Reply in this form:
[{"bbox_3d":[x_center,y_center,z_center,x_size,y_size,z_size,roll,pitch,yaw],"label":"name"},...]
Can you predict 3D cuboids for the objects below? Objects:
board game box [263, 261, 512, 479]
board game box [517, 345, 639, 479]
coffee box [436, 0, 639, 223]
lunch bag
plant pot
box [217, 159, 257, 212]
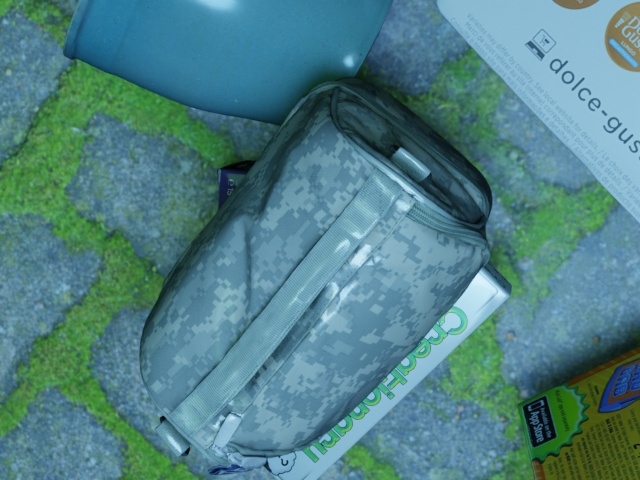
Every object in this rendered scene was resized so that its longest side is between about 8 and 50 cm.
[{"bbox_3d":[0.013,0.086,1.151,0.193,0.053,0.305,44,105,1],"label":"board game box"},{"bbox_3d":[0.429,0.292,1.009,0.356,0.356,0.356,-28,111,14],"label":"board game box"},{"bbox_3d":[0.360,-0.178,0.949,0.334,0.338,0.338,-45,76,18],"label":"coffee box"},{"bbox_3d":[-0.008,0.031,0.984,0.212,0.256,0.305,40,105,2],"label":"lunch bag"},{"bbox_3d":[-0.074,-0.240,1.136,0.255,0.272,0.272,28,103,-9],"label":"plant pot"},{"bbox_3d":[0.000,0.000,1.223,0.207,0.108,0.153,4,100,11],"label":"box"}]
